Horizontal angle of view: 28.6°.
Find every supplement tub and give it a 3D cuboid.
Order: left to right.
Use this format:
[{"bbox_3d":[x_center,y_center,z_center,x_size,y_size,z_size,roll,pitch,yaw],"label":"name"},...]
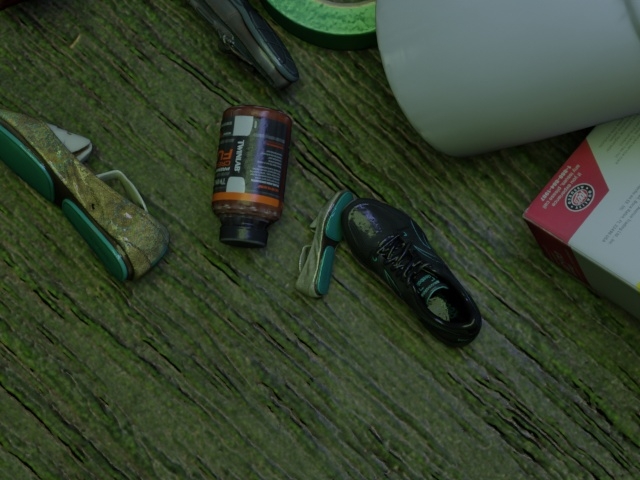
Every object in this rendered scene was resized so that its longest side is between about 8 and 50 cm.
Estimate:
[{"bbox_3d":[-0.102,-0.091,1.829,0.106,0.106,0.198,5,80,4],"label":"supplement tub"}]

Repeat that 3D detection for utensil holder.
[{"bbox_3d":[0.314,-0.299,1.663,0.385,0.327,0.327,-16,78,38],"label":"utensil holder"}]

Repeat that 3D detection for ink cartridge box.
[{"bbox_3d":[0.515,-0.011,1.684,0.279,0.160,0.384,-48,55,-6],"label":"ink cartridge box"}]

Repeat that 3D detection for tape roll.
[{"bbox_3d":[0.043,-0.452,1.898,0.321,0.077,0.321,0,81,3],"label":"tape roll"}]

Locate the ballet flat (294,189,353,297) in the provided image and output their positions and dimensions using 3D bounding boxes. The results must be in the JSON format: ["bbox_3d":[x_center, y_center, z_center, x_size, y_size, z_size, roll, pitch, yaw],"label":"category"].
[{"bbox_3d":[0.000,0.000,1.837,0.052,0.057,0.168,10,77,33],"label":"ballet flat"}]

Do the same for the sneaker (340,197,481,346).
[{"bbox_3d":[0.135,0.037,1.787,0.101,0.106,0.267,-45,86,-4],"label":"sneaker"}]

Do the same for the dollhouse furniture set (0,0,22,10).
[{"bbox_3d":[-0.346,-0.501,1.885,0.374,0.152,0.201,-23,99,-18],"label":"dollhouse furniture set"}]

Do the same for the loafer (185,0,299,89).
[{"bbox_3d":[-0.131,-0.321,1.889,0.084,0.096,0.267,-39,73,16],"label":"loafer"}]

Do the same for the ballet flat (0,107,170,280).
[{"bbox_3d":[-0.355,-0.088,1.849,0.123,0.123,0.348,-45,80,-5],"label":"ballet flat"}]
